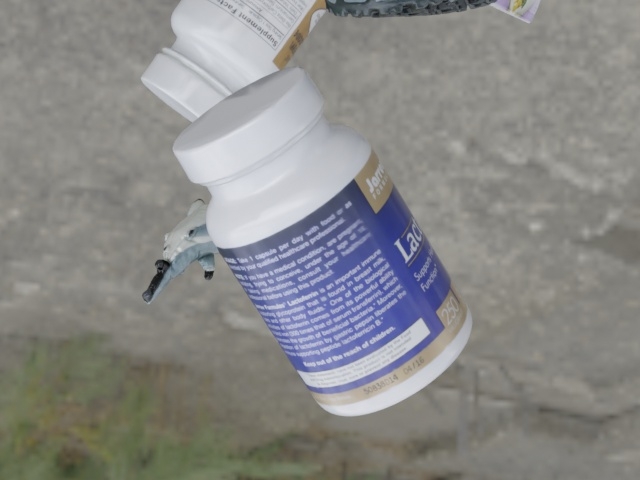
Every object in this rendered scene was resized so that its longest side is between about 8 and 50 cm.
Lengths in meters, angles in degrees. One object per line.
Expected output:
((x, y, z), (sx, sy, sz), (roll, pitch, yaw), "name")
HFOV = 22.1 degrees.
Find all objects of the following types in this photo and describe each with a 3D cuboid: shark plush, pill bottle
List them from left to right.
((-0.124, 0.010, 1.727), (0.073, 0.161, 0.067), (-18, 113, 42), "shark plush")
((-0.083, -0.232, 1.738), (0.131, 0.229, 0.131), (35, 175, 3), "pill bottle")
((0.000, 0.000, 1.344), (0.153, 0.153, 0.264), (-15, 116, 42), "pill bottle")

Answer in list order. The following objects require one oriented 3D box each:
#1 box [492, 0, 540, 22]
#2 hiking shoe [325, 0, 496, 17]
((0.165, -0.271, 1.632), (0.067, 0.063, 0.324), (27, -171, 16), "box")
((0.118, -0.267, 1.394), (0.113, 0.132, 0.304), (-9, -179, -45), "hiking shoe")
